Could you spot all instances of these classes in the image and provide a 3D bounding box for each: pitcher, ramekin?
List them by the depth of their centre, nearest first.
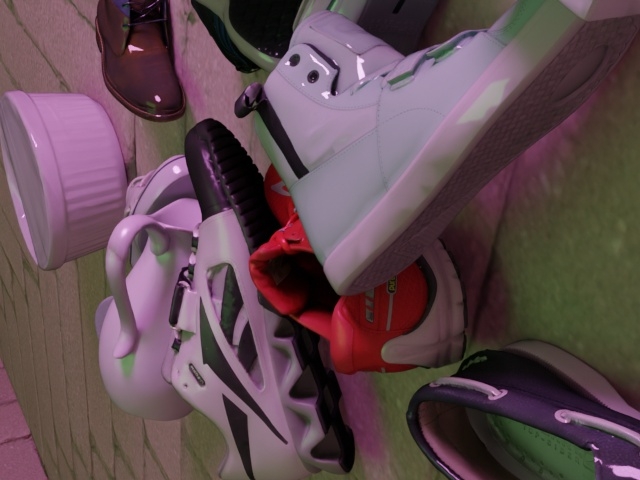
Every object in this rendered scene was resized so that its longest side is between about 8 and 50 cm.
[{"bbox_3d":[-0.160,0.069,0.856,0.126,0.178,0.207,19,102,25],"label":"pitcher"},{"bbox_3d":[-0.382,-0.097,1.315,0.273,0.127,0.272,35,132,51],"label":"ramekin"}]

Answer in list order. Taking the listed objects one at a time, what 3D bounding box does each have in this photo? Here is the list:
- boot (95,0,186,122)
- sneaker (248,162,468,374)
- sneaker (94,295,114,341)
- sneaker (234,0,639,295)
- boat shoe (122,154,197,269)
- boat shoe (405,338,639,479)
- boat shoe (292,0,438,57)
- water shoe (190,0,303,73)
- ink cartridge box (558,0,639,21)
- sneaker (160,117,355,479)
[{"bbox_3d":[-0.204,-0.227,0.973,0.219,0.082,0.106,56,149,37],"label":"boot"},{"bbox_3d":[0.000,0.000,0.643,0.279,0.119,0.107,-131,37,-56],"label":"sneaker"},{"bbox_3d":[-0.157,0.073,1.024,0.258,0.091,0.094,-12,87,42],"label":"sneaker"},{"bbox_3d":[0.049,-0.098,0.478,0.256,0.094,0.151,-46,67,35],"label":"sneaker"},{"bbox_3d":[-0.184,-0.038,1.018,0.088,0.096,0.267,62,158,16],"label":"boat shoe"},{"bbox_3d":[0.160,0.142,0.451,0.303,0.091,0.114,20,120,58],"label":"boat shoe"},{"bbox_3d":[0.026,-0.149,0.600,0.226,0.083,0.075,-53,45,42],"label":"boat shoe"},{"bbox_3d":[-0.048,-0.176,0.740,0.203,0.073,0.080,53,167,44],"label":"water shoe"},{"bbox_3d":[0.130,-0.190,0.315,0.128,0.127,0.176,55,145,34],"label":"ink cartridge box"},{"bbox_3d":[-0.087,0.063,0.770,0.122,0.146,0.330,-25,-81,-76],"label":"sneaker"}]
